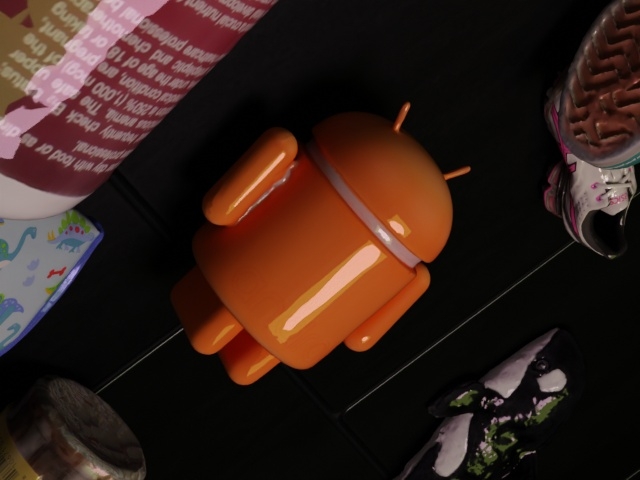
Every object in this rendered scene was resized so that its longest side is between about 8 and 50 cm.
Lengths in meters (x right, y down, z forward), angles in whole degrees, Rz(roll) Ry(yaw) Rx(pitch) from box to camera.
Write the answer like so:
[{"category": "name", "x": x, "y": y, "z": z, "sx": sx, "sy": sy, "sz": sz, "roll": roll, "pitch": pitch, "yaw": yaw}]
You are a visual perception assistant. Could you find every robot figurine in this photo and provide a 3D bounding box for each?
[{"category": "robot figurine", "x": 0.001, "y": 0.001, "z": 1.227, "sx": 0.219, "sy": 0.158, "sz": 0.128, "roll": -41, "pitch": 179, "yaw": 8}]

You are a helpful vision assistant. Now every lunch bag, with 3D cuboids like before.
[{"category": "lunch bag", "x": -0.229, "y": 0.015, "z": 1.068, "sx": 0.151, "sy": 0.096, "sz": 0.129, "roll": -54, "pitch": 144, "yaw": 8}]

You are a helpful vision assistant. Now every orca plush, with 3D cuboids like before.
[{"category": "orca plush", "x": 0.142, "y": 0.209, "z": 1.622, "sx": 0.287, "sy": 0.102, "sz": 0.151, "roll": -35, "pitch": 146, "yaw": -2}]

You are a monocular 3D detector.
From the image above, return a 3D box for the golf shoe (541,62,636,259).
[{"category": "golf shoe", "x": 0.218, "y": -0.065, "z": 1.377, "sx": 0.067, "sy": 0.086, "sz": 0.186, "roll": -26, "pitch": 141, "yaw": -14}]

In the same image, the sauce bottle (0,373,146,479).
[{"category": "sauce bottle", "x": -0.276, "y": 0.243, "z": 1.290, "sx": 0.344, "sy": 0.111, "sz": 0.111, "roll": -43, "pitch": 146, "yaw": 14}]

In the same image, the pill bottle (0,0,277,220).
[{"category": "pill bottle", "x": -0.136, "y": -0.153, "z": 0.836, "sx": 0.392, "sy": 0.224, "sz": 0.224, "roll": -45, "pitch": 145, "yaw": 11}]

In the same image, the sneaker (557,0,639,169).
[{"category": "sneaker", "x": 0.296, "y": -0.165, "z": 1.284, "sx": 0.302, "sy": 0.108, "sz": 0.121, "roll": -52, "pitch": 143, "yaw": 6}]
